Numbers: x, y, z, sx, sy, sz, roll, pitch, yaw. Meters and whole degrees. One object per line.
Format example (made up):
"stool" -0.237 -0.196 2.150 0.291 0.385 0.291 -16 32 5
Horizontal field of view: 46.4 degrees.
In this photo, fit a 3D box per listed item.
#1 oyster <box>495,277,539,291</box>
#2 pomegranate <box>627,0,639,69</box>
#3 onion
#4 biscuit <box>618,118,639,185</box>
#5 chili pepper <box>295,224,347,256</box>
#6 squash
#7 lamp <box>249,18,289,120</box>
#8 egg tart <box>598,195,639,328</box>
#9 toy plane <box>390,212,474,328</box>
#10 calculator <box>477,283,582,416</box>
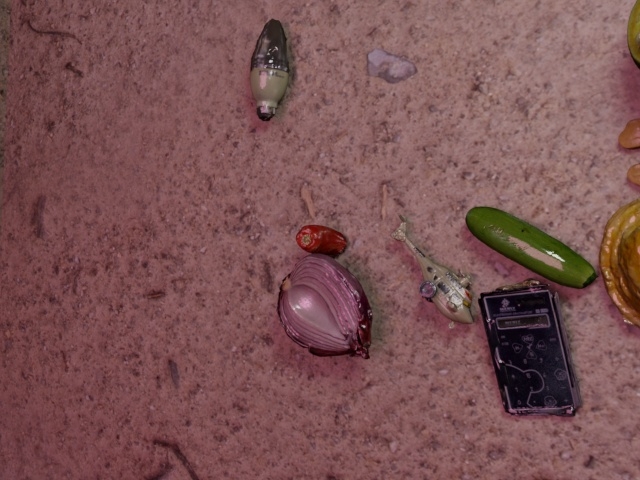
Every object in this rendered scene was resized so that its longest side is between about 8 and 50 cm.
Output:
"oyster" 0.404 0.090 1.525 0.083 0.080 0.038 10 63 11
"pomegranate" 0.659 -0.391 1.239 0.260 0.260 0.340 11 70 34
"onion" 0.036 0.170 1.745 0.283 0.120 0.227 45 122 24
"biscuit" 0.670 -0.175 1.351 0.236 0.040 0.144 -14 89 36
"chili pepper" 0.000 0.000 1.761 0.073 0.123 0.070 6 83 41
"squash" 0.415 0.010 1.502 0.292 0.082 0.082 33 110 29
"lamp" -0.126 -0.423 1.851 0.101 0.101 0.250 3 88 34
"egg tart" 0.647 0.044 1.318 0.319 0.128 0.318 4 97 34
"toy plane" 0.243 0.066 1.626 0.108 0.092 0.286 -42 68 6
"calculator" 0.425 0.227 1.512 0.166 0.028 0.274 -11 97 35
